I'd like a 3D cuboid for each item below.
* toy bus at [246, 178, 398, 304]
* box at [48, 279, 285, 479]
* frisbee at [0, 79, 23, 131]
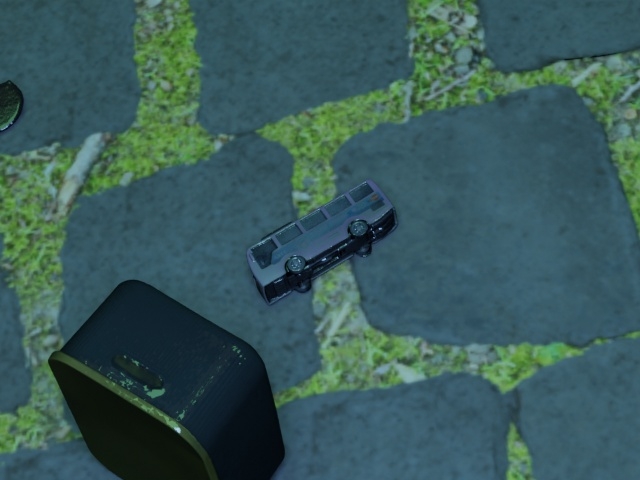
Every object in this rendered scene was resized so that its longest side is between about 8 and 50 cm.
[{"bbox_3d":[0.000,0.000,1.497,0.131,0.037,0.052,-30,60,-9],"label":"toy bus"},{"bbox_3d":[-0.107,0.126,1.355,0.144,0.201,0.090,29,66,22],"label":"box"},{"bbox_3d":[-0.390,-0.131,1.637,0.187,0.012,0.211,-37,64,-11],"label":"frisbee"}]
